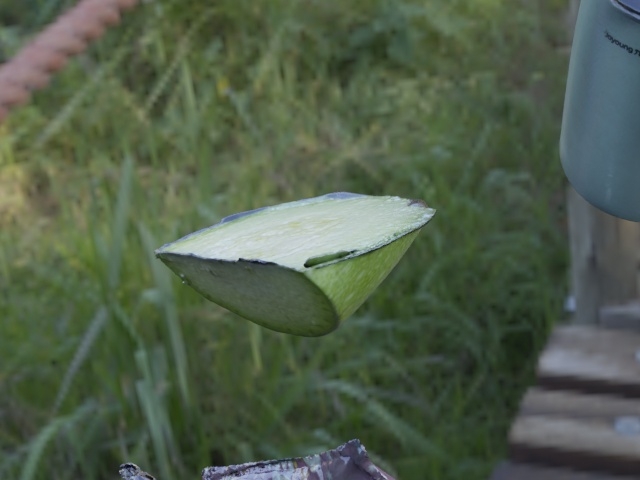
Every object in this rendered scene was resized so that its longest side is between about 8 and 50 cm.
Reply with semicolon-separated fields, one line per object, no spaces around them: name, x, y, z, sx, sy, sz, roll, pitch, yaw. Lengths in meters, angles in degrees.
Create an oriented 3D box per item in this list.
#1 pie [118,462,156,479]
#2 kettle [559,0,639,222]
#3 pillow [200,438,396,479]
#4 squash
pie;-0.168;0.316;2.073;0.092;0.170;0.034;-4;30;46
kettle;0.321;-0.143;1.619;0.240;0.255;0.165;34;58;25
pillow;0.002;0.193;1.326;0.185;0.118;0.043;-22;27;45
squash;0.001;0.024;1.423;0.184;0.085;0.192;-19;18;-38
